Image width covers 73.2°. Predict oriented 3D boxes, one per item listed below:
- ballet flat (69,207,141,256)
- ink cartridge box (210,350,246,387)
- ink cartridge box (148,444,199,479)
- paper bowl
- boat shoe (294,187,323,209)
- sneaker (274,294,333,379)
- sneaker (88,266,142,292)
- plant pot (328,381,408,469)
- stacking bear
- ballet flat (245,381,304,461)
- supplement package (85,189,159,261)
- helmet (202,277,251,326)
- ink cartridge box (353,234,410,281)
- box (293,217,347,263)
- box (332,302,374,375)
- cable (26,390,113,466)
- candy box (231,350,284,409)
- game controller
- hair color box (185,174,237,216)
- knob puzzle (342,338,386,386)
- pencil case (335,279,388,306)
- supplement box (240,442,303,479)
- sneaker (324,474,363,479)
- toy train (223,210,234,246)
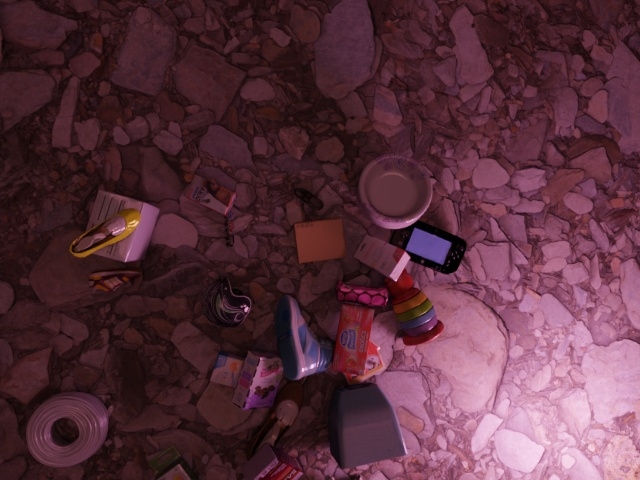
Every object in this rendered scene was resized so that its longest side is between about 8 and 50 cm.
[{"bbox_3d":[-0.655,-0.022,1.310,0.231,0.077,0.077,-33,94,-9],"label":"ballet flat"},{"bbox_3d":[-0.314,0.499,1.638,0.181,0.061,0.104,18,86,-10],"label":"ink cartridge box"},{"bbox_3d":[-0.536,0.882,1.592,0.109,0.062,0.209,-33,94,-8],"label":"ink cartridge box"},{"bbox_3d":[0.283,-0.184,1.695,0.284,0.148,0.284,0,76,-2],"label":"paper bowl"},{"bbox_3d":[-0.044,-0.168,1.709,0.133,0.042,0.049,34,86,-7],"label":"boat shoe"},{"bbox_3d":[-0.056,0.368,1.672,0.208,0.127,0.319,6,66,-37],"label":"sneaker"},{"bbox_3d":[-0.742,0.147,1.571,0.185,0.069,0.084,-4,99,-4],"label":"sneaker"},{"bbox_3d":[0.156,0.681,1.640,0.247,0.247,0.252,-7,77,-10],"label":"plant pot"},{"bbox_3d":[0.356,0.254,1.722,0.175,0.164,0.289,-28,89,-10],"label":"stacking bear"},{"bbox_3d":[-0.167,0.702,1.631,0.116,0.124,0.342,38,83,-6],"label":"ballet flat"},{"bbox_3d":[-0.675,-0.045,1.480,0.145,0.262,0.204,16,86,-10],"label":"supplement package"},{"bbox_3d":[-0.353,0.228,1.587,0.161,0.169,0.169,30,84,-25],"label":"helmet"},{"bbox_3d":[0.239,0.066,1.712,0.115,0.198,0.067,-57,140,-6],"label":"ink cartridge box"},{"bbox_3d":[0.000,0.000,1.724,0.201,0.021,0.165,-7,90,-11],"label":"box"},{"bbox_3d":[0.126,0.378,1.672,0.128,0.122,0.257,9,85,5],"label":"box"},{"bbox_3d":[-0.887,0.665,1.519,0.257,0.089,0.257,12,87,-10],"label":"cable"},{"bbox_3d":[-0.224,0.517,1.606,0.164,0.070,0.196,22,84,-52],"label":"candy box"},{"bbox_3d":[0.443,0.023,1.781,0.319,0.067,0.167,21,85,-9],"label":"game controller"},{"bbox_3d":[-0.410,-0.168,1.622,0.167,0.053,0.093,25,84,1],"label":"hair color box"},{"bbox_3d":[0.157,0.469,1.740,0.213,0.030,0.213,0,89,-10],"label":"knob puzzle"},{"bbox_3d":[0.163,0.207,1.696,0.209,0.095,0.098,6,132,-4],"label":"pencil case"},{"bbox_3d":[-0.173,0.848,1.587,0.130,0.073,0.239,-42,136,-8],"label":"supplement box"},{"bbox_3d":[0.173,1.027,1.688,0.410,0.158,0.182,20,68,-14],"label":"sneaker"},{"bbox_3d":[-0.351,-0.054,1.658,0.036,0.027,0.158,-5,90,-12],"label":"toy train"}]
